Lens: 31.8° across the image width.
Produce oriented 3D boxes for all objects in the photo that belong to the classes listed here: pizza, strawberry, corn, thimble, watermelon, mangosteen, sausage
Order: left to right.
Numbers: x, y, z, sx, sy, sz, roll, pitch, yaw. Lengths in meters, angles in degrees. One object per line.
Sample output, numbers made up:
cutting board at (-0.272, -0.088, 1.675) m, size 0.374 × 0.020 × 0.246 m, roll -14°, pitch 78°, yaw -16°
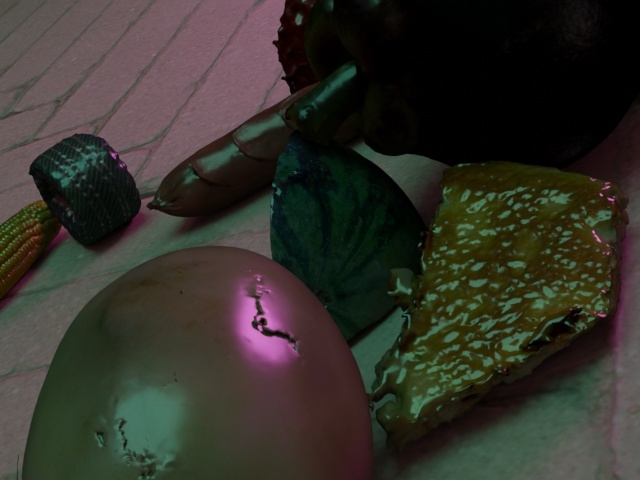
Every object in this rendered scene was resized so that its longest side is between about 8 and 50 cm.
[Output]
corn at (-0.389, 0.020, 1.388) m, size 0.067 × 0.067 × 0.206 m, roll -8°, pitch 30°, yaw 33°
thimble at (-0.288, -0.064, 1.382) m, size 0.090 × 0.118 × 0.135 m, roll -35°, pitch 38°, yaw -22°
sausage at (-0.007, -0.138, 1.302) m, size 0.433 × 0.087 × 0.088 m, roll -28°, pitch 27°, yaw -2°
watermelon at (0.009, -0.016, 0.998) m, size 0.128 × 0.146 × 0.231 m, roll -15°, pitch 27°, yaw 22°
strawberry at (0.059, -0.284, 1.398) m, size 0.178 × 0.233 × 0.234 m, roll 16°, pitch 45°, yaw 23°
mangosteen at (0.140, -0.201, 1.008) m, size 0.314 × 0.296 × 0.297 m, roll 9°, pitch 2°, yaw -39°
pizza at (0.134, 0.045, 0.863) m, size 0.189 × 0.071 × 0.297 m, roll 3°, pitch 42°, yaw 26°

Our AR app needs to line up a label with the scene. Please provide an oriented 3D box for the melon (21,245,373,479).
melon at (-0.077, 0.133, 0.735) m, size 0.223 × 0.223 × 0.317 m, roll -22°, pitch 27°, yaw 10°

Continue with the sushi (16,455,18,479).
sushi at (-0.204, 0.249, 0.682) m, size 0.031 × 0.200 × 0.139 m, roll 3°, pitch 22°, yaw -16°
